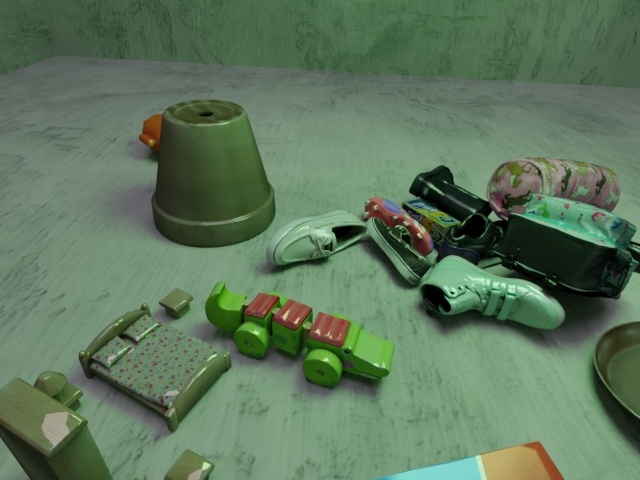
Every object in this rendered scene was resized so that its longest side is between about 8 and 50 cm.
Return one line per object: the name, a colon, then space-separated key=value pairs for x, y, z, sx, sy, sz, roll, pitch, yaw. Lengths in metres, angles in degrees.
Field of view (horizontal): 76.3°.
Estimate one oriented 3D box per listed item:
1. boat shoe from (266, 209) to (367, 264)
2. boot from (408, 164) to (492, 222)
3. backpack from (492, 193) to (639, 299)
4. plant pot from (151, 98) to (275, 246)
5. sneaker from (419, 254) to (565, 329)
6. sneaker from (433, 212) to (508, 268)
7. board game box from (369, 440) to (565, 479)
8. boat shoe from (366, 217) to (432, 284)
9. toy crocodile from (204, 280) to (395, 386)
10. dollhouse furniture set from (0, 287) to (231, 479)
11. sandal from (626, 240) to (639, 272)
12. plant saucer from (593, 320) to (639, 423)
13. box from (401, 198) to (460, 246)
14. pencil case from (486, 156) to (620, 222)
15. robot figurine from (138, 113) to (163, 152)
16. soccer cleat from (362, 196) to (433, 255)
boat shoe: x=0.000 y=0.000 z=0.950 sx=0.267 sy=0.096 sz=0.088 roll=-18 pitch=35 yaw=-40
boot: x=0.385 y=-0.121 z=1.154 sx=0.207 sy=0.094 sz=0.246 roll=37 pitch=30 yaw=22
backpack: x=0.519 y=0.021 z=0.844 sx=0.253 sy=0.191 sz=0.225 roll=20 pitch=9 yaw=-38
plant pot: x=-0.276 y=-0.186 z=1.025 sx=0.322 sy=0.281 sz=0.323 roll=2 pitch=36 yaw=-2
sneaker: x=0.318 y=0.128 z=0.790 sx=0.255 sy=0.094 sz=0.151 roll=25 pitch=39 yaw=35
sneaker: x=0.393 y=-0.012 z=0.966 sx=0.283 sy=0.124 sz=0.107 roll=-23 pitch=43 yaw=-33
board game box: x=0.206 y=0.393 z=0.413 sx=0.242 sy=0.064 sz=0.317 roll=-8 pitch=36 yaw=-10
boat shoe: x=0.183 y=0.006 z=0.950 sx=0.077 sy=0.070 sz=0.219 roll=25 pitch=23 yaw=-42
toy crocodile: x=-0.040 y=0.154 z=0.710 sx=0.340 sy=0.105 sz=0.115 roll=16 pitch=37 yaw=16
dollhouse furniture set: x=-0.232 y=0.182 z=0.594 sx=0.303 sy=0.174 sz=0.355 roll=19 pitch=38 yaw=20
sandal: x=0.797 y=0.046 z=0.979 sx=0.254 sy=0.055 sz=0.097 roll=29 pitch=42 yaw=32
plant saucer: x=0.615 y=0.242 z=0.649 sx=0.310 sy=0.050 sz=0.311 roll=-6 pitch=26 yaw=3
box: x=0.279 y=-0.050 z=1.052 sx=0.054 sy=0.059 sz=0.169 roll=-15 pitch=32 yaw=-23
pencil case: x=0.599 y=-0.124 z=1.044 sx=0.385 sy=0.167 sz=0.160 roll=-1 pitch=9 yaw=-33
robot figurine: x=-0.505 y=-0.346 z=1.363 sx=0.219 sy=0.128 sz=0.158 roll=29 pitch=0 yaw=32
soccer cleat: x=0.209 y=-0.045 z=1.042 sx=0.095 sy=0.083 sz=0.248 roll=-14 pitch=36 yaw=-30
